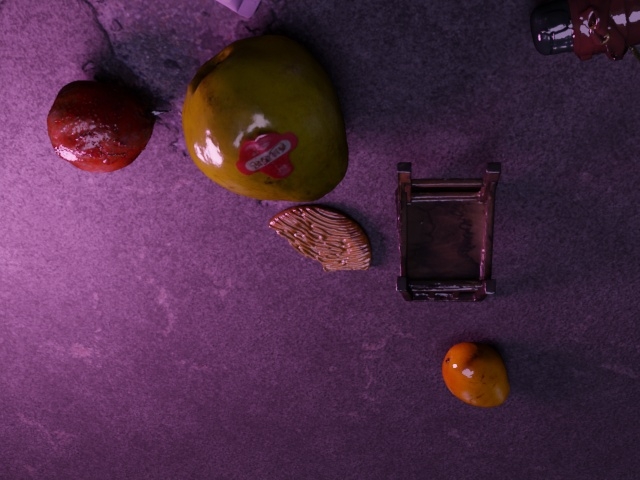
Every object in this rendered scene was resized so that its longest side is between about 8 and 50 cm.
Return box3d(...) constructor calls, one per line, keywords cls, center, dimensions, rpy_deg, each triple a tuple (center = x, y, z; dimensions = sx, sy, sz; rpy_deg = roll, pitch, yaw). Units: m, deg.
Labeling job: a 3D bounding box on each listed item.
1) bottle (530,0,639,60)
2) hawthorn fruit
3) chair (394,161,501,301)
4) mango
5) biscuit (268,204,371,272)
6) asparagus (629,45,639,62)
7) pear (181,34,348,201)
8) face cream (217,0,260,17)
box3d(cls="bottle", center=(0.482, -0.366, 1.359), dimensions=(0.271, 0.156, 0.143), rpy_deg=(-12, 88, 12))
box3d(cls="hawthorn fruit", center=(-0.395, -0.218, 1.579), dimensions=(0.235, 0.181, 0.181), rpy_deg=(-5, 128, 10))
box3d(cls="chair", center=(0.252, -0.002, 1.682), dimensions=(0.203, 0.416, 0.241), rpy_deg=(-1, 84, 7))
box3d(cls="mango", center=(0.370, 0.323, 1.957), dimensions=(0.144, 0.112, 0.219), rpy_deg=(-24, 126, 21))
box3d(cls="biscuit", center=(0.000, 0.001, 1.795), dimensions=(0.228, 0.031, 0.176), rpy_deg=(7, 128, 1))
box3d(cls="asparagus", center=(0.554, -0.333, 1.470), dimensions=(0.016, 0.013, 0.166), rpy_deg=(-26, 121, 37))
box3d(cls="pear", center=(-0.083, -0.198, 1.502), dimensions=(0.287, 0.287, 0.375), rpy_deg=(-29, 136, 26))
box3d(cls="face cream", center=(-0.205, -0.487, 1.402), dimensions=(0.273, 0.096, 0.154), rpy_deg=(19, 127, -25))
